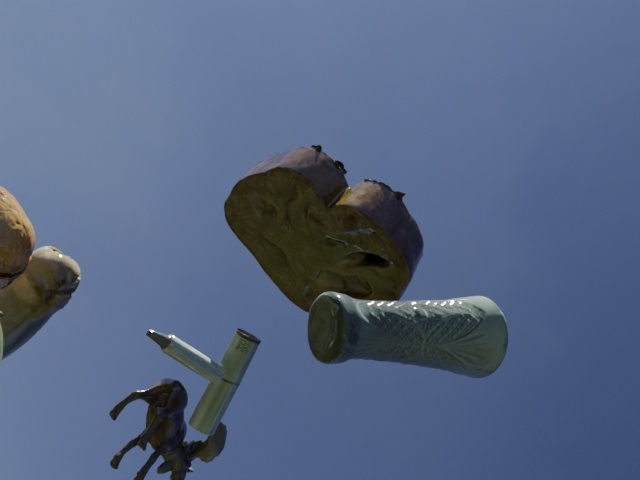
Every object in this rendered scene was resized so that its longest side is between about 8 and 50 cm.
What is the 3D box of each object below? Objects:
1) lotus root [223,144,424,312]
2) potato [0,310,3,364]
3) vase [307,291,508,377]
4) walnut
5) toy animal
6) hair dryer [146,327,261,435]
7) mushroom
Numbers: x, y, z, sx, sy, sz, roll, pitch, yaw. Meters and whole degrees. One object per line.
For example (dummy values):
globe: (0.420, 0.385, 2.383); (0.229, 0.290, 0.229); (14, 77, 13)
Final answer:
lotus root: (0.000, 0.000, 1.459); (0.390, 0.111, 0.375); (23, -39, 16)
potato: (-0.428, 0.096, 0.638); (0.216, 0.304, 0.216); (-172, -90, -76)
vase: (0.094, 0.101, 0.848); (0.096, 0.219, 0.096); (-19, -112, 56)
walnut: (-0.513, -0.005, 1.177); (0.180, 0.144, 0.144); (49, -45, 17)
toy animal: (-0.226, 0.301, 1.186); (0.093, 0.186, 0.214); (22, -60, 25)
hair dryer: (-0.186, 0.179, 1.065); (0.044, 0.183, 0.155); (24, -92, 50)
mushroom: (-0.586, 0.144, 1.288); (0.126, 0.397, 0.177); (43, -33, 36)
